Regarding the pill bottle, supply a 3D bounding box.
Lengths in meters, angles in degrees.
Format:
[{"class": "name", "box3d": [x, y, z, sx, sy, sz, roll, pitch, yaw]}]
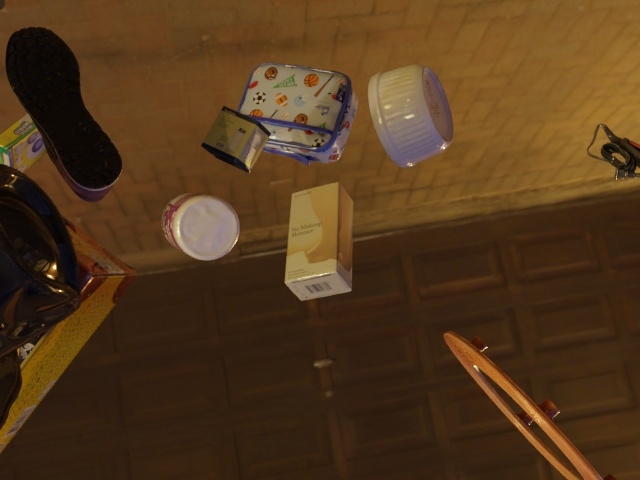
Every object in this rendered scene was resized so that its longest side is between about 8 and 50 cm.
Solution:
[{"class": "pill bottle", "box3d": [-0.334, -0.045, 1.934, 0.169, 0.169, 0.301, -6, -173, -21]}]

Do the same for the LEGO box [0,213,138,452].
[{"class": "LEGO box", "box3d": [-0.557, 0.125, 0.952, 0.500, 0.373, 0.193, -53, 177, 1]}]

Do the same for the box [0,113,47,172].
[{"class": "box", "box3d": [-0.591, -0.211, 1.478, 0.043, 0.179, 0.105, 29, 141, 3]}]

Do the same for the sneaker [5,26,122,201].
[{"class": "sneaker", "box3d": [-0.415, -0.189, 1.129, 0.107, 0.283, 0.124, -23, 176, -28]}]

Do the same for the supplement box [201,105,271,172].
[{"class": "supplement box", "box3d": [-0.148, -0.178, 1.267, 0.083, 0.083, 0.056, 27, 175, 25]}]

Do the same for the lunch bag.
[{"class": "lunch bag", "box3d": [-0.059, -0.321, 1.838, 0.304, 0.243, 0.115, 13, 164, 20]}]

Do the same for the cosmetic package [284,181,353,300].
[{"class": "cosmetic package", "box3d": [0.000, 0.000, 0.747, 0.060, 0.115, 0.041, -14, 142, 20]}]

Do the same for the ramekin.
[{"class": "ramekin", "box3d": [0.192, -0.260, 1.469, 0.109, 0.207, 0.207, -16, 167, 28]}]

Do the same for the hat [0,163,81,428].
[{"class": "hat", "box3d": [-0.312, 0.021, 0.690, 0.134, 0.331, 0.331, -17, 169, -7]}]

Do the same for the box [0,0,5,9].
[{"class": "box", "box3d": [-0.791, -0.428, 1.032, 0.480, 0.471, 0.297, 13, 128, -5]}]

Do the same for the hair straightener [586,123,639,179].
[{"class": "hair straightener", "box3d": [0.482, -0.124, 1.098, 0.089, 0.230, 0.047, -10, 126, -14]}]

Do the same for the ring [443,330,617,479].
[{"class": "ring", "box3d": [0.302, 0.250, 1.020, 0.032, 0.336, 0.336, -42, 169, -4]}]
